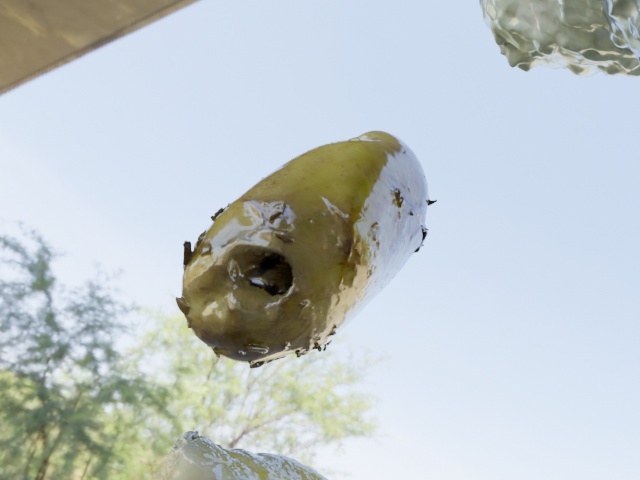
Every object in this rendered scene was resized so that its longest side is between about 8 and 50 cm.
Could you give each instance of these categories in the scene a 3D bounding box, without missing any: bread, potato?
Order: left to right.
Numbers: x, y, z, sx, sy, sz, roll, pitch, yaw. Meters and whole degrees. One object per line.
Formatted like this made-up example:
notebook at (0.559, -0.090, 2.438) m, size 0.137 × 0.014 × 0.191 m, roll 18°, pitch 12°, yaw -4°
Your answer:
bread at (-0.083, 0.224, 0.511) m, size 0.140 × 0.178 × 0.060 m, roll 28°, pitch 5°, yaw -40°
potato at (0.000, 0.000, 0.686) m, size 0.140 × 0.300 × 0.172 m, roll 33°, pitch -46°, yaw 25°

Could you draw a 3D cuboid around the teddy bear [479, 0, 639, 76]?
teddy bear at (0.280, -0.232, 0.486) m, size 0.327 × 0.375 × 0.362 m, roll 36°, pitch -11°, yaw -22°
